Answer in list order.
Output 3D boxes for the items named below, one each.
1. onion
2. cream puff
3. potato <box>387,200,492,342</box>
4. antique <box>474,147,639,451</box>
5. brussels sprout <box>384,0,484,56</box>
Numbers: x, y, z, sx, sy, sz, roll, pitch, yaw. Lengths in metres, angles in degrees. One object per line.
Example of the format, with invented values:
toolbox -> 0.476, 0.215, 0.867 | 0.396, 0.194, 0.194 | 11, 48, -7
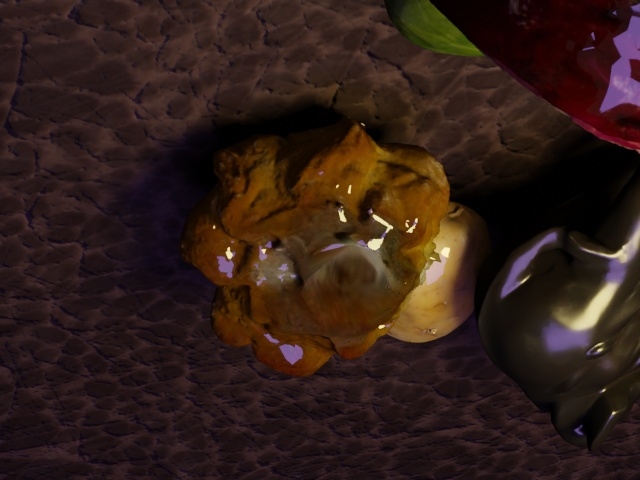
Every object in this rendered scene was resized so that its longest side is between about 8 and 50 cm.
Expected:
onion -> 0.233, -0.216, 1.188 | 0.337, 0.282, 0.260 | -8, 131, -60
cream puff -> 0.000, 0.000, 1.611 | 0.269, 0.155, 0.241 | -28, 119, 14
potato -> 0.107, 0.034, 1.751 | 0.118, 0.109, 0.178 | -15, 148, -29
antique -> 0.278, 0.061, 1.719 | 0.255, 0.185, 0.322 | -46, 137, 4
brussels sprout -> 0.141, -0.211, 1.405 | 0.183, 0.131, 0.145 | -4, 151, -2
